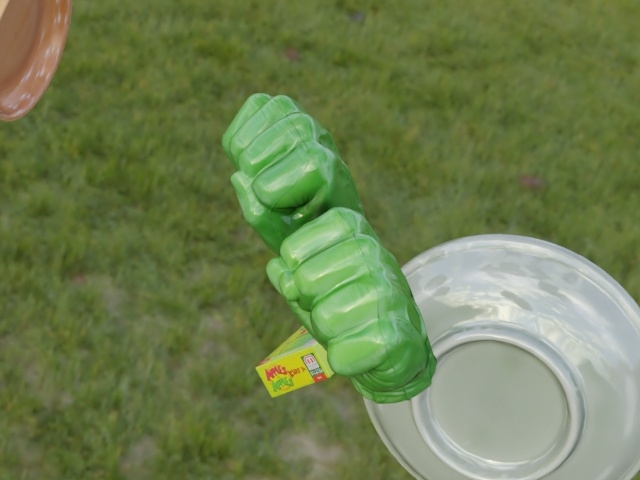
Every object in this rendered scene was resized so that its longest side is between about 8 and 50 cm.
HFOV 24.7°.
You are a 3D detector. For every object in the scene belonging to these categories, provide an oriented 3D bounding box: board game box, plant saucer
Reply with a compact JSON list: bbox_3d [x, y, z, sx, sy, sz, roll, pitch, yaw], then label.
[{"bbox_3d":[0.010,0.117,1.739,0.043,0.092,0.181,61,37,-7],"label":"board game box"},{"bbox_3d":[0.228,0.193,1.835,0.401,0.400,0.100,25,26,8],"label":"plant saucer"},{"bbox_3d":[-0.352,-0.238,1.703,0.037,0.200,0.200,19,29,11],"label":"plant saucer"}]

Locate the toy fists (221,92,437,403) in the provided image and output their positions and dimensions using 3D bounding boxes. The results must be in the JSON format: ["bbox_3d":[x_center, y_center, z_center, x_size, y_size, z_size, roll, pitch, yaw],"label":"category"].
[{"bbox_3d":[0.000,0.000,1.158,0.096,0.142,0.279,-24,56,0],"label":"toy fists"}]
